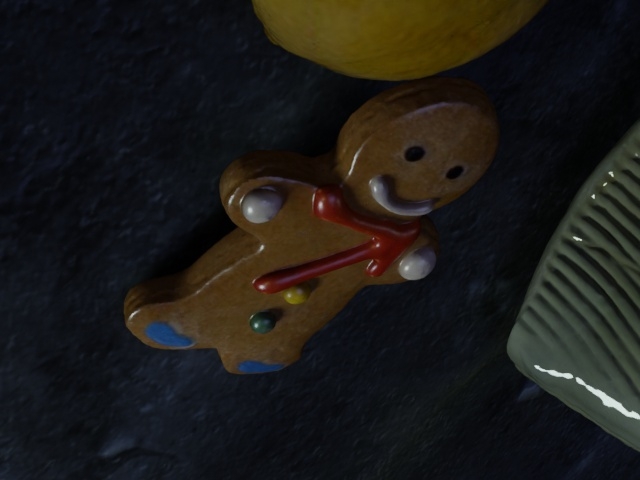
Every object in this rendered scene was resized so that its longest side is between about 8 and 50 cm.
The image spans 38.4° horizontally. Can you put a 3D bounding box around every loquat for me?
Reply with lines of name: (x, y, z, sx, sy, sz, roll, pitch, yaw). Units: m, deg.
loquat: (0.052, -0.206, 0.558, 0.238, 0.193, 0.238, -13, 155, -6)

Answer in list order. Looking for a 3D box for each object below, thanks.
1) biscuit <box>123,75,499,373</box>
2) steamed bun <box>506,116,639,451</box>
biscuit: (0.001, 0.002, 0.678, 0.324, 0.049, 0.205, -41, 138, 24)
steamed bun: (0.378, 0.017, 0.930, 0.384, 0.247, 0.236, -59, 154, 10)
